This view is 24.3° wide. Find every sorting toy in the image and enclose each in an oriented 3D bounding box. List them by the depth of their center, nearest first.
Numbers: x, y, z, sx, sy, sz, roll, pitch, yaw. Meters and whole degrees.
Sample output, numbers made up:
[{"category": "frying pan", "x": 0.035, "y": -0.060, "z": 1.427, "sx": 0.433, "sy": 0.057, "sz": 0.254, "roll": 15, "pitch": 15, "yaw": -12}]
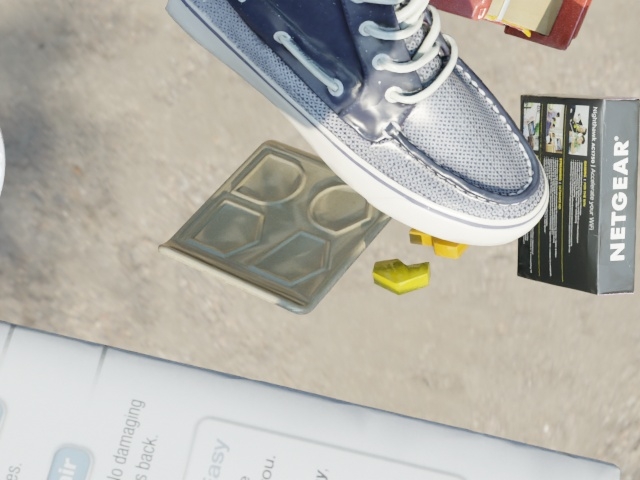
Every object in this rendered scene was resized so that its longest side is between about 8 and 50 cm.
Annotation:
[{"category": "sorting toy", "x": 0.000, "y": 0.000, "z": 1.671, "sx": 0.307, "sy": 0.041, "sz": 0.229, "roll": 23, "pitch": 52, "yaw": 31}]

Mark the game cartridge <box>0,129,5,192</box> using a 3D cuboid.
[{"category": "game cartridge", "x": -0.301, "y": -0.068, "z": 1.284, "sx": 0.056, "sy": 0.017, "sz": 0.083, "roll": 3, "pitch": 109, "yaw": -9}]

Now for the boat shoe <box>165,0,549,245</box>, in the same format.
[{"category": "boat shoe", "x": 0.043, "y": -0.137, "z": 1.045, "sx": 0.340, "sy": 0.158, "sz": 0.127, "roll": 35, "pitch": 58, "yaw": -4}]

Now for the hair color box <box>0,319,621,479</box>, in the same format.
[{"category": "hair color box", "x": -0.085, "y": 0.149, "z": 0.593, "sx": 0.375, "sy": 0.113, "sz": 0.185, "roll": 13, "pitch": 62, "yaw": -1}]

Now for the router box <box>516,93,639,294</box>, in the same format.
[{"category": "router box", "x": 0.237, "y": -0.045, "z": 1.379, "sx": 0.046, "sy": 0.133, "sz": 0.178, "roll": -3, "pitch": 98, "yaw": -26}]

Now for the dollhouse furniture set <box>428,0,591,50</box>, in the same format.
[{"category": "dollhouse furniture set", "x": 0.201, "y": -0.380, "z": 1.396, "sx": 0.152, "sy": 0.201, "sz": 0.374, "roll": 28, "pitch": 102, "yaw": 33}]
